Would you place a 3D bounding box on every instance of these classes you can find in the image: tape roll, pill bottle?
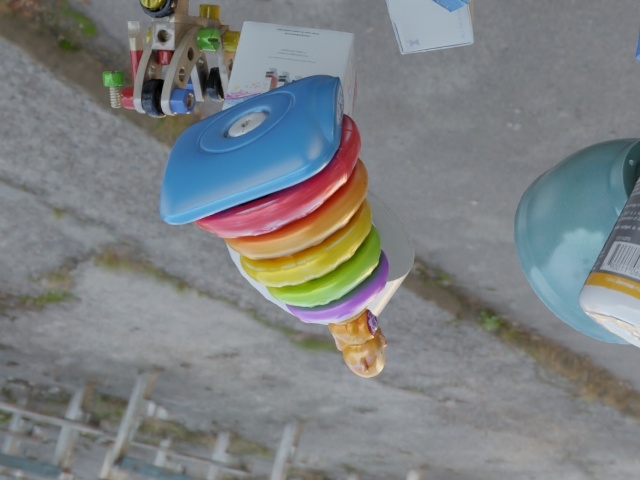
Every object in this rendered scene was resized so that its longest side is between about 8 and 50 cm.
[{"bbox_3d":[0.000,0.000,1.381,0.286,0.286,0.100,19,124,-20],"label":"tape roll"},{"bbox_3d":[0.389,-0.021,0.888,0.162,0.278,0.162,29,175,3],"label":"pill bottle"}]

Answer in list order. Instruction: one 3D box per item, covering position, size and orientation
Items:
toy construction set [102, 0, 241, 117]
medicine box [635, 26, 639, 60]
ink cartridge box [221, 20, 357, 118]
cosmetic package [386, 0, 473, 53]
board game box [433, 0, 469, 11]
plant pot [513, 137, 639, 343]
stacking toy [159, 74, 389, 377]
[{"bbox_3d":[-0.232,-0.329,1.418,0.257,0.237,0.309,-17,-160,-41],"label":"toy construction set"},{"bbox_3d":[0.690,-0.341,1.371,0.263,0.149,0.289,22,159,-16],"label":"medicine box"},{"bbox_3d":[-0.035,-0.129,0.987,0.127,0.176,0.128,9,158,7],"label":"ink cartridge box"},{"bbox_3d":[0.164,-0.443,1.319,0.113,0.309,0.160,-5,143,15],"label":"cosmetic package"},{"bbox_3d":[0.108,-0.474,1.016,0.302,0.308,0.086,30,-176,-8],"label":"board game box"},{"bbox_3d":[0.445,-0.027,1.238,0.293,0.293,0.196,15,152,-8],"label":"plant pot"},{"bbox_3d":[-0.002,0.015,0.823,0.166,0.175,0.302,-19,120,16],"label":"stacking toy"}]
